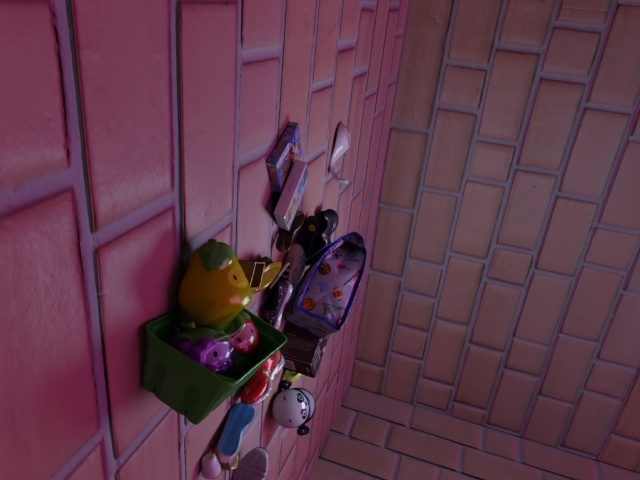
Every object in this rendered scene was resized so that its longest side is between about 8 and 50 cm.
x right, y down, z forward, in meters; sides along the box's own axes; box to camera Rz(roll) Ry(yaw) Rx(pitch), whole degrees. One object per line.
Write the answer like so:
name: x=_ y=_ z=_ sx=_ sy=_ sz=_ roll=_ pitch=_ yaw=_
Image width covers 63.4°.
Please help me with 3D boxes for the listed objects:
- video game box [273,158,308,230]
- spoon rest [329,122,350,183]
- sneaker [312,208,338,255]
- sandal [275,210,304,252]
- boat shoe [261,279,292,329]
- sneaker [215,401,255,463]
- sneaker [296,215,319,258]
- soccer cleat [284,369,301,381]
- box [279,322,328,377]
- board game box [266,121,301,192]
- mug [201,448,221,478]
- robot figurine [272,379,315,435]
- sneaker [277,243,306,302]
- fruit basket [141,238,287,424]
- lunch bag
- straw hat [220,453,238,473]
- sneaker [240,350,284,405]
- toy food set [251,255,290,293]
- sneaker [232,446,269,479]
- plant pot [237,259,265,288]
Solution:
video game box: x=-0.098 y=-0.152 z=1.789 sx=0.187 sy=0.048 sz=0.205 roll=97 pitch=14 yaw=-78
spoon rest: x=0.087 y=-0.391 z=2.329 sx=0.137 sy=0.084 sz=0.276 roll=45 pitch=46 yaw=-74
sneaker: x=0.000 y=0.000 z=2.305 sx=0.130 sy=0.109 sz=0.286 roll=-3 pitch=99 yaw=-65
sandal: x=-0.115 y=-0.032 z=1.885 sx=0.049 sy=0.072 sz=0.180 roll=108 pitch=3 yaw=-67
boat shoe: x=-0.176 y=0.247 z=1.879 sx=0.076 sy=0.080 sz=0.228 roll=13 pitch=109 yaw=-41
sneaker: x=-0.300 y=0.656 z=1.784 sx=0.092 sy=0.087 sz=0.228 roll=-61 pitch=180 yaw=35
sneaker: x=-0.062 y=-0.007 z=2.126 sx=0.082 sy=0.069 sz=0.209 roll=131 pitch=-23 yaw=-57
soccer cleat: x=-0.089 y=0.572 z=2.443 sx=0.289 sy=0.093 sz=0.121 roll=-58 pitch=156 yaw=-53
box: x=-0.076 y=0.454 z=2.243 sx=0.168 sy=0.167 sz=0.203 roll=80 pitch=27 yaw=-56
board game box: x=-0.117 y=-0.276 z=1.718 sx=0.136 sy=0.035 sz=0.201 roll=84 pitch=23 yaw=-51
mug: x=-0.359 y=0.715 z=1.668 sx=0.062 sy=0.078 sz=0.064 roll=-21 pitch=120 yaw=-33
robot figurine: x=-0.115 y=0.753 z=2.344 sx=0.173 sy=0.209 sz=0.278 roll=-62 pitch=163 yaw=-7
sneaker: x=-0.116 y=0.120 z=1.980 sx=0.086 sy=0.085 sz=0.237 roll=46 pitch=54 yaw=-61
fruit basket: x=-0.244 y=0.201 z=1.281 sx=0.392 sy=0.283 sz=0.392 roll=-56 pitch=169 yaw=-17
lunch bag: x=0.028 y=0.166 z=2.083 sx=0.385 sy=0.239 sz=0.328 roll=-63 pitch=-175 yaw=-19
straw hat: x=-0.320 y=0.777 z=1.828 sx=0.144 sy=0.061 sz=0.144 roll=14 pitch=90 yaw=-76
sneaker: x=-0.228 y=0.481 z=1.900 sx=0.279 sy=0.107 sz=0.118 roll=-61 pitch=141 yaw=-54
toy food set: x=-0.196 y=0.104 z=1.716 sx=0.128 sy=0.071 sz=0.218 roll=-55 pitch=166 yaw=10
sneaker: x=-0.278 y=0.950 z=2.066 sx=0.321 sy=0.125 sz=0.180 roll=-67 pitch=170 yaw=4
plant pot: x=-0.224 y=0.095 z=1.545 sx=0.081 sy=0.083 sz=0.081 roll=13 pitch=90 yaw=-76
